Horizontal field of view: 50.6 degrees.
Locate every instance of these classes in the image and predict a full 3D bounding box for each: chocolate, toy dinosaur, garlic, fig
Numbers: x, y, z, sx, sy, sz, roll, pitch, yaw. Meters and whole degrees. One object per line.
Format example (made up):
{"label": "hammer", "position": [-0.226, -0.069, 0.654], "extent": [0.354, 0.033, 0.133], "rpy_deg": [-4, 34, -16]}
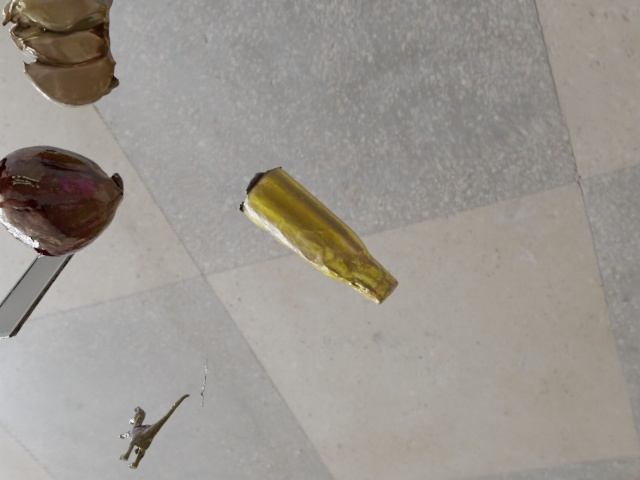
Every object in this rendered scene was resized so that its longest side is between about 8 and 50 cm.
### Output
{"label": "chocolate", "position": [0.000, 0.000, 1.703], "extent": [0.445, 0.162, 0.162], "rpy_deg": [40, 129, 16]}
{"label": "toy dinosaur", "position": [-0.482, 0.524, 1.873], "extent": [0.072, 0.200, 0.251], "rpy_deg": [35, 142, -19]}
{"label": "garlic", "position": [-0.520, -0.418, 1.331], "extent": [0.203, 0.185, 0.281], "rpy_deg": [-14, 131, -32]}
{"label": "fig", "position": [-0.529, -0.081, 1.340], "extent": [0.262, 0.224, 0.224], "rpy_deg": [7, 131, 26]}

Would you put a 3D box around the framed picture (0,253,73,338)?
{"label": "framed picture", "position": [-0.676, 0.120, 1.560], "extent": [0.217, 0.274, 0.017], "rpy_deg": [-10, 133, 43]}

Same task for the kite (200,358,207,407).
{"label": "kite", "position": [-0.295, 0.361, 1.712], "extent": [0.011, 0.139, 0.157], "rpy_deg": [8, 145, -9]}
